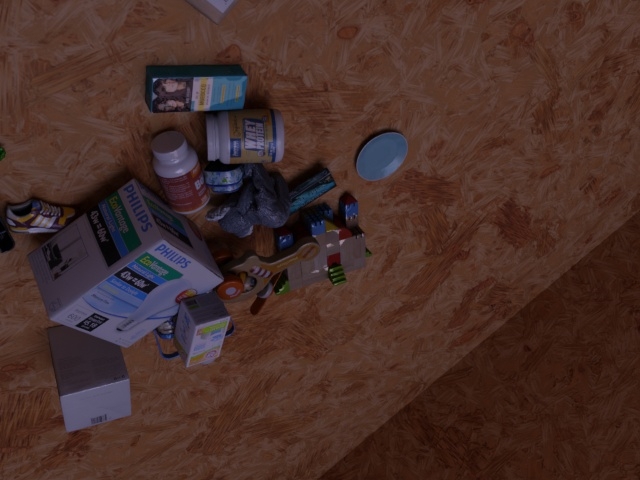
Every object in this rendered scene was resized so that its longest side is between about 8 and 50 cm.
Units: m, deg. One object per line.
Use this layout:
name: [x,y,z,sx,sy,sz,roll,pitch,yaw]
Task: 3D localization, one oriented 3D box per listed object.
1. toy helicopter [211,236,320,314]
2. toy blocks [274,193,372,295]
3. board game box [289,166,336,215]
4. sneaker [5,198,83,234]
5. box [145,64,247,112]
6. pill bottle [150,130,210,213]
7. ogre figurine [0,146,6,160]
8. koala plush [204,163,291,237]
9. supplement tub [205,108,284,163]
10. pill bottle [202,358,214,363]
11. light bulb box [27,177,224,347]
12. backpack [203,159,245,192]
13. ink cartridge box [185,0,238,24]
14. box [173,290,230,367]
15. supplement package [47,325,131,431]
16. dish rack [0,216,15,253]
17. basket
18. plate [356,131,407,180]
toy helicopter: [-0.160,0.098,2.030,0.355,0.140,0.235,-26,138,-1]
toy blocks: [0.000,0.000,2.179,0.381,0.191,0.261,-17,127,-18]
board game box: [-0.041,-0.150,2.054,0.186,0.026,0.126,-33,163,2]
sneaker: [-0.715,-0.068,1.700,0.185,0.070,0.084,-12,142,-24]
box: [-0.311,-0.382,1.645,0.244,0.060,0.101,-9,135,-26]
pill bottle: [-0.379,-0.183,1.759,0.121,0.121,0.216,-23,140,-11]
ogre figurine: [-0.834,-0.177,1.492,0.197,0.097,0.118,-17,151,-1]
koala plush: [-0.216,-0.094,1.921,0.221,0.203,0.196,-28,149,20]
supplement tub: [-0.203,-0.277,1.742,0.199,0.144,0.144,-4,134,-11]
pill bottle: [-0.423,0.351,2.288,0.112,0.112,0.187,-24,139,-10]
light bulb box: [-0.524,0.076,1.808,0.361,0.225,0.358,-35,153,4]
backpack: [-0.263,-0.176,1.792,0.105,0.114,0.084,0,111,11]
ink cartridge box: [-0.229,-0.625,1.427,0.235,0.088,0.193,-45,140,16]
box: [-0.352,0.261,1.920,0.114,0.103,0.203,-14,141,-34]
supplement package: [-0.718,0.410,2.038,0.199,0.263,0.198,-11,137,-24]
dish rack: [-0.924,-0.025,1.606,0.271,0.074,0.208,-21,138,-14]
basket: [-0.428,0.236,2.095,0.254,0.201,0.289,-24,130,-12]
plate: [0.195,-0.275,2.114,0.188,0.024,0.188,-19,139,-17]
